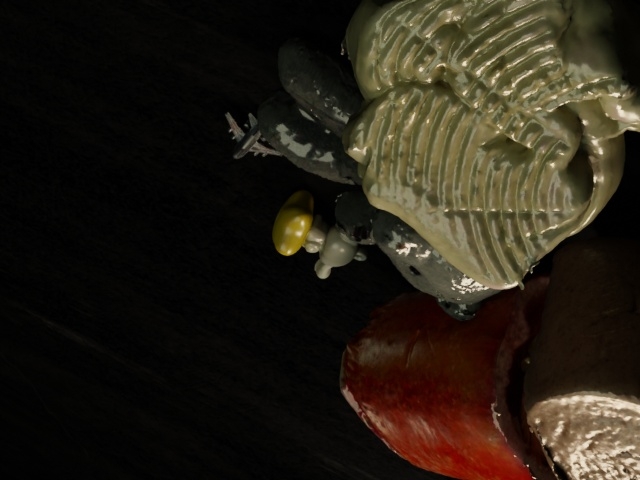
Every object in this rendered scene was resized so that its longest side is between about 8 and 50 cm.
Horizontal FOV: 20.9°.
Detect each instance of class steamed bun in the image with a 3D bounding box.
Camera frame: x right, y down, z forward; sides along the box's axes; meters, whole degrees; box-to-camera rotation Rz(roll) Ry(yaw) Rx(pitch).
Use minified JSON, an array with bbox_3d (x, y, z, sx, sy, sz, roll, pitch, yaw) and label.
[{"bbox_3d":[0.343,0.147,1.684,0.199,0.251,0.301,-7,137,39],"label":"steamed bun"},{"bbox_3d":[0.153,-0.137,1.488,0.275,0.206,0.320,24,124,-1],"label":"steamed bun"}]

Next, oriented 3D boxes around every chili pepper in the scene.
[{"bbox_3d":[0.193,0.157,1.922,0.251,0.229,0.305,42,161,-21],"label":"chili pepper"}]

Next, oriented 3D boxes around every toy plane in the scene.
[{"bbox_3d":[-0.078,-0.113,1.936,0.078,0.031,0.083,37,151,-6],"label":"toy plane"}]

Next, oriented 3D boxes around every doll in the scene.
[{"bbox_3d":[0.066,-0.054,1.748,0.340,0.158,0.246,34,140,5],"label":"doll"},{"bbox_3d":[0.002,-0.003,1.995,0.113,0.071,0.135,37,148,-23],"label":"doll"}]
